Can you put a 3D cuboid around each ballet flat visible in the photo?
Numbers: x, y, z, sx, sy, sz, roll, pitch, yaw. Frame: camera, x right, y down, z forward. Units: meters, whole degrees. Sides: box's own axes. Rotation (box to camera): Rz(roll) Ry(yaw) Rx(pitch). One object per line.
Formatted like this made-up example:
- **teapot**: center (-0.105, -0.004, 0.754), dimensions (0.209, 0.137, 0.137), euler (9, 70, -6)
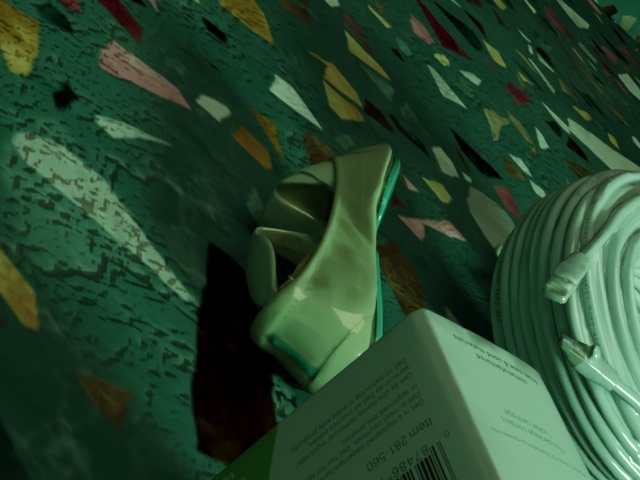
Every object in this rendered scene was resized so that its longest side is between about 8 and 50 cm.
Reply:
- **ballet flat**: center (0.000, 0.000, 0.907), dimensions (0.086, 0.086, 0.248), euler (42, 23, -16)

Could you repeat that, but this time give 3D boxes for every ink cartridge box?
- **ink cartridge box**: center (0.040, 0.163, 0.568), dimensions (0.092, 0.160, 0.219), euler (28, 29, -43)

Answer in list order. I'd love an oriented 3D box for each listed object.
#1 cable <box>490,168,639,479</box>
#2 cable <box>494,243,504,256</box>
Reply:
- **cable**: center (0.229, 0.077, 1.112), dimensions (0.257, 0.089, 0.257), euler (53, 39, -16)
- **cable**: center (0.228, 0.081, 1.280), dimensions (0.287, 0.072, 0.139), euler (45, 11, -46)
